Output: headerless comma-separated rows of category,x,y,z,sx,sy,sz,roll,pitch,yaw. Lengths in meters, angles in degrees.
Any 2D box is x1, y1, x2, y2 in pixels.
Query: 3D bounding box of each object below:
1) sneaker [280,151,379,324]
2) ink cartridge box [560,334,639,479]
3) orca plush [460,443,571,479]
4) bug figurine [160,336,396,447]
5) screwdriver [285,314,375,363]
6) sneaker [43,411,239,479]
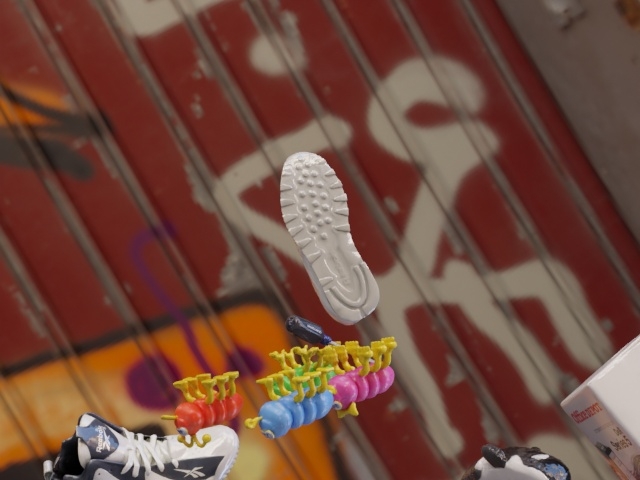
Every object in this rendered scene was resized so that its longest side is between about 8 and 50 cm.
sneaker,0.000,0.000,1.673,0.095,0.090,0.235,136,-63,-79
ink cartridge box,0.437,0.259,1.568,0.273,0.115,0.198,50,-9,12
orca plush,0.307,0.365,1.948,0.151,0.102,0.287,49,-30,12
bug figurine,-0.037,0.167,1.378,0.279,0.216,0.072,-12,-86,58
screwdriver,0.018,0.117,1.413,0.170,0.024,0.025,32,21,-44
sneaker,-0.227,0.260,1.545,0.094,0.235,0.153,-100,166,-46
